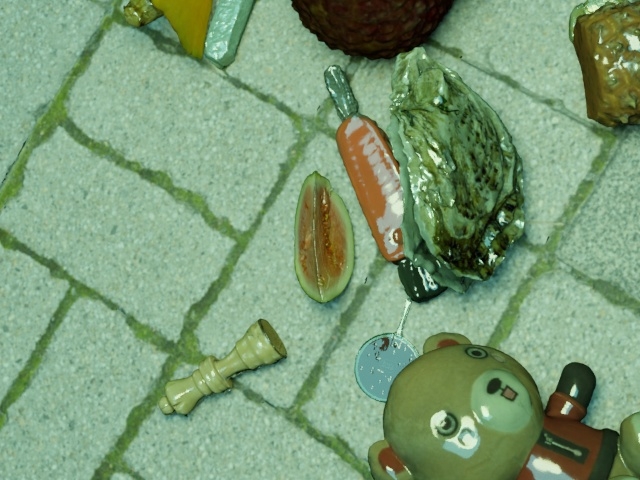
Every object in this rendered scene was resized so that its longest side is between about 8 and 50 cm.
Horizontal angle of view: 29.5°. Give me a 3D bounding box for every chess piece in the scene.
[{"bbox_3d":[-0.127,0.166,1.515,0.172,0.060,0.060,-34,75,8],"label":"chess piece"}]

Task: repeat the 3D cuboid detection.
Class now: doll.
[{"bbox_3d":[0.230,0.233,1.369,0.330,0.174,0.235,23,56,13],"label":"doll"}]

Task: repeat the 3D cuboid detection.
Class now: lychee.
[{"bbox_3d":[0.066,-0.352,1.459,0.261,0.260,0.260,-2,80,13],"label":"lychee"}]

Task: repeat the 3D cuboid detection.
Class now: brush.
[{"bbox_3d":[0.077,-0.076,1.513,0.070,0.051,0.323,-25,79,14],"label":"brush"}]

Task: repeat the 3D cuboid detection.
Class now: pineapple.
[{"bbox_3d":[0.439,-0.226,1.407,0.279,0.158,0.157,-13,78,3],"label":"pineapple"}]

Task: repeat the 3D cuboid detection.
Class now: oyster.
[{"bbox_3d":[0.152,-0.079,1.435,0.112,0.198,0.267,-17,59,48],"label":"oyster"}]

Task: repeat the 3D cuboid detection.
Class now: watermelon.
[{"bbox_3d":[0.010,0.001,1.505,0.069,0.087,0.163,0,81,-18],"label":"watermelon"}]

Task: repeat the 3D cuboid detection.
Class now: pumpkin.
[{"bbox_3d":[-0.198,-0.364,1.568,0.126,0.131,0.248,4,66,24],"label":"pumpkin"}]

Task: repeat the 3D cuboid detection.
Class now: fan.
[{"bbox_3d":[0.090,0.133,1.494,0.085,0.005,0.133,17,85,16],"label":"fan"}]

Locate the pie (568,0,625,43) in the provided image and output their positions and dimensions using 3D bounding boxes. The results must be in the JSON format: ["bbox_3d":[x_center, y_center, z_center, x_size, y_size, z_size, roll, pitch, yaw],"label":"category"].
[{"bbox_3d":[0.346,-0.265,1.495,0.084,0.020,0.084,-2,82,14],"label":"pie"}]

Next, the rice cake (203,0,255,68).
[{"bbox_3d":[-0.098,-0.345,1.597,0.042,0.045,0.245,18,85,15],"label":"rice cake"}]
